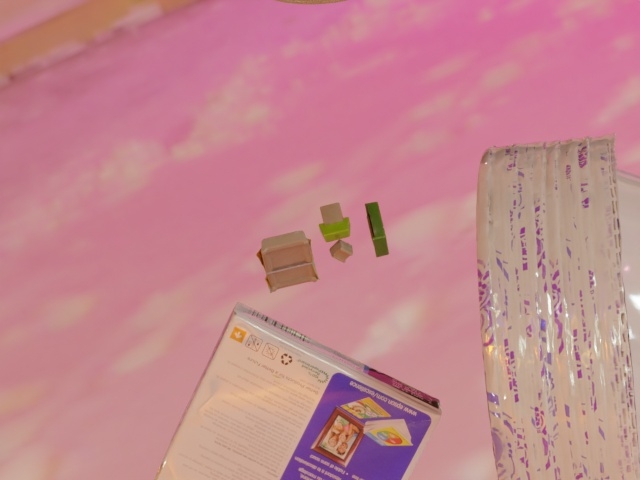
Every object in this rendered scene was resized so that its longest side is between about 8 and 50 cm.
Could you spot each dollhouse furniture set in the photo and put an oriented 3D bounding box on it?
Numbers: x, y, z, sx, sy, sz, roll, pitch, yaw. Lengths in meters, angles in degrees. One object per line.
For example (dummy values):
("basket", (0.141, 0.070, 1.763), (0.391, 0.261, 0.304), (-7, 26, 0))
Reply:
("dollhouse furniture set", (0.000, 0.000, 2.245), (0.151, 0.076, 0.059), (-14, 46, 1))

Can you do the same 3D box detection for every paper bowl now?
("paper bowl", (0.190, 0.071, 1.271), (0.148, 0.284, 0.284), (-6, 18, 9))

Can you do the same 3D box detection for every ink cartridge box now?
("ink cartridge box", (-0.027, 0.191, 1.728), (0.208, 0.206, 0.045), (-63, 1, 14))

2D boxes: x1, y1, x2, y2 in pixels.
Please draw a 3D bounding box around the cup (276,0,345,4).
("cup", (-0.009, -0.402, 2.155), (0.331, 0.237, 0.331), (-3, -15, -1))
